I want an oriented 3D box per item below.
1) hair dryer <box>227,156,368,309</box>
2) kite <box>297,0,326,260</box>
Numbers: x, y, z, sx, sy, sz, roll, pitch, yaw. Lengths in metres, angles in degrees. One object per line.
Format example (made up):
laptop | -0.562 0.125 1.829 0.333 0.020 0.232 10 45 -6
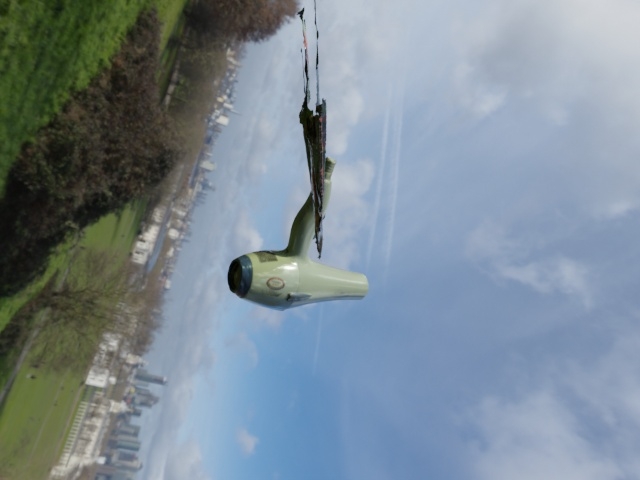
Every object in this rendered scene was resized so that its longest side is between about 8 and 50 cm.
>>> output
hair dryer | 0.010 0.029 0.904 0.298 0.295 0.119 -49 -137 8
kite | -0.008 -0.064 0.303 0.183 0.010 0.161 -114 -160 -79
